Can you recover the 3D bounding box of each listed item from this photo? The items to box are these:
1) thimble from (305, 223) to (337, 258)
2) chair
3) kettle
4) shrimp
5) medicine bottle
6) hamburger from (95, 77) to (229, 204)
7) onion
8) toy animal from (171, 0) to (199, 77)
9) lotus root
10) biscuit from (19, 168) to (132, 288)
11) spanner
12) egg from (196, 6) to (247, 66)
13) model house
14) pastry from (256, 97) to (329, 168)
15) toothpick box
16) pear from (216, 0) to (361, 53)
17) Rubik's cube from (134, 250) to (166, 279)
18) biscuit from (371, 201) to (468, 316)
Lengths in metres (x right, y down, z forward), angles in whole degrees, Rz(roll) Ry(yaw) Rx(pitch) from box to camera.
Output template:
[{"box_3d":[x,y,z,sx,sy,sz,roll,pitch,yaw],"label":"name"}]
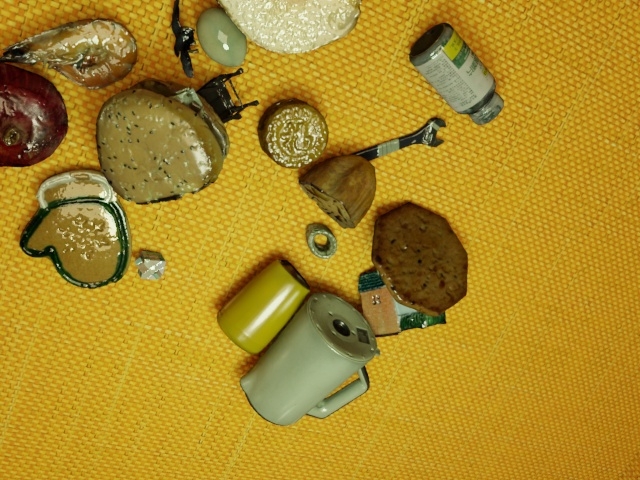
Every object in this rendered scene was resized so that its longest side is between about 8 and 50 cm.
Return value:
[{"box_3d":[0.000,0.000,1.764,0.084,0.062,0.110,-41,116,6],"label":"thimble"},{"box_3d":[-0.295,-0.354,1.535,0.229,0.113,0.106,-8,121,30],"label":"chair"},{"box_3d":[-0.002,0.388,1.796,0.361,0.250,0.377,26,120,-29],"label":"kettle"},{"box_3d":[-0.602,-0.440,1.423,0.316,0.062,0.164,-14,118,-11],"label":"shrimp"},{"box_3d":[0.387,-0.451,1.633,0.293,0.141,0.141,40,98,-25],"label":"medicine bottle"},{"box_3d":[-0.401,-0.254,1.453,0.318,0.195,0.277,-11,120,18],"label":"hamburger"},{"box_3d":[-0.721,-0.284,1.370,0.252,0.219,0.252,-9,123,-15],"label":"onion"},{"box_3d":[-0.335,-0.493,1.448,0.062,0.108,0.220,-11,84,-9],"label":"toy animal"},{"box_3d":[0.062,-0.161,1.675,0.180,0.199,0.188,-54,156,-12],"label":"lotus root"},{"box_3d":[-0.661,-0.021,1.584,0.287,0.057,0.344,-7,114,-12],"label":"biscuit"},{"box_3d":[0.227,-0.277,1.731,0.315,0.024,0.087,-21,120,-5],"label":"spanner"},{"box_3d":[-0.243,-0.502,1.460,0.114,0.114,0.152,-32,115,0],"label":"egg"},{"box_3d":[0.238,0.149,1.842,0.253,0.184,0.291,-12,90,33],"label":"model house"},{"box_3d":[-0.077,-0.290,1.599,0.188,0.103,0.189,-5,113,-12],"label":"pastry"},{"box_3d":[-0.159,0.186,1.742,0.271,0.175,0.175,-46,116,4],"label":"toothpick box"},{"box_3d":[-0.081,-0.639,1.403,0.386,0.191,0.340,17,116,-17],"label":"pear"},{"box_3d":[-0.485,0.074,1.661,0.084,0.075,0.073,12,108,-18],"label":"Rubik's cube"},{"box_3d":[0.300,0.053,1.760,0.359,0.359,0.046,21,149,-22],"label":"biscuit"}]
